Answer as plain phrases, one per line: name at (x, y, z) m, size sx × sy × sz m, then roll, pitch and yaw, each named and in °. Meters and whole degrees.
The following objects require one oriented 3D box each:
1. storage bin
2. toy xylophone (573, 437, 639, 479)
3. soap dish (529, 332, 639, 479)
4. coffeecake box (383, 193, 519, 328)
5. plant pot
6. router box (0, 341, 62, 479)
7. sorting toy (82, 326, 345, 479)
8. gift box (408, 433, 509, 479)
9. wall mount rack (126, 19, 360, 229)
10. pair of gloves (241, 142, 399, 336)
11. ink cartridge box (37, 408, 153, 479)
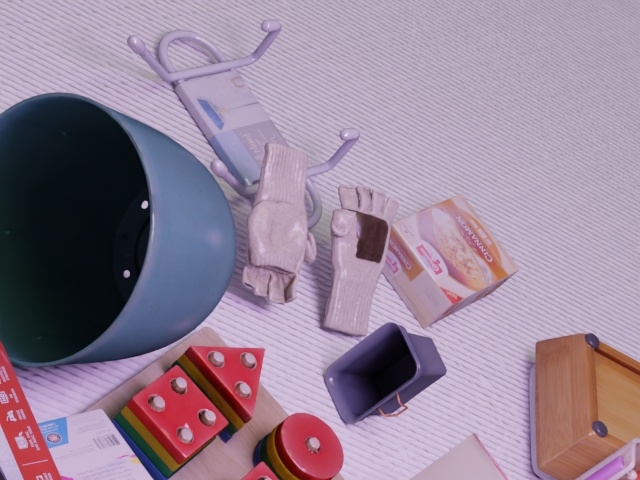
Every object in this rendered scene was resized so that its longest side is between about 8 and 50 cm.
storage bin at (0.092, 0.174, 2.128) m, size 0.091 × 0.135 × 0.098 m, roll 9°, pitch 49°, yaw -50°
toy xylophone at (0.476, 0.357, 2.226) m, size 0.323 × 0.236 × 0.081 m, roll 30°, pitch 30°, yaw -21°
soap dish at (0.430, 0.272, 2.350) m, size 0.291 × 0.118 × 0.229 m, roll 27°, pitch 40°, yaw -19°
coffeecake box at (0.173, 0.026, 2.385) m, size 0.185 × 0.068 × 0.142 m, roll -23°, pitch 73°, yaw -50°
plant pot at (-0.233, 0.001, 1.875) m, size 0.235 × 0.293 × 0.293 m, roll 13°, pitch 45°, yaw -58°
router box at (-0.389, 0.269, 1.627) m, size 0.301 × 0.082 × 0.335 m, roll -5°, pitch 59°, yaw -45°
sorting toy at (-0.103, 0.228, 1.923) m, size 0.257 × 0.089 × 0.255 m, roll 48°, pitch 37°, yaw 5°
gift box at (0.121, 0.366, 1.822) m, size 0.255 × 0.258 × 0.276 m, roll 54°, pitch 0°, yaw 18°
wall mount rack at (-0.117, -0.173, 2.257) m, size 0.304 × 0.130 × 0.350 m, roll -19°, pitch 68°, yaw -46°
pair of gloves at (0.000, 0.000, 2.176) m, size 0.240 × 0.042 × 0.204 m, roll 27°, pitch 68°, yaw -38°
ink cartridge box at (-0.231, 0.269, 1.764) m, size 0.104 × 0.061 × 0.181 m, roll -10°, pitch 50°, yaw -46°
